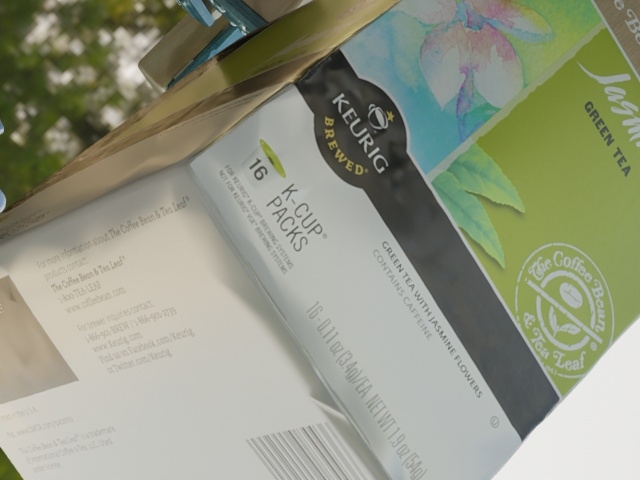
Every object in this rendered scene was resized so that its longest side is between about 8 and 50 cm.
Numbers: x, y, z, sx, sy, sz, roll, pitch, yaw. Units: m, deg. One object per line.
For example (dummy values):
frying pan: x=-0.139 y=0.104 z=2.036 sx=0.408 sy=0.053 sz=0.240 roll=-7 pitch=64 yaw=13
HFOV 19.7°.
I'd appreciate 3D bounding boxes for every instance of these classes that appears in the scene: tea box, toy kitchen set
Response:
tea box: x=0.000 y=0.000 z=1.032 sx=0.323 sy=0.220 sz=0.329 roll=-42 pitch=-166 yaw=-35
toy kitchen set: x=-0.061 y=-0.148 z=1.349 sx=0.122 sy=0.207 sz=0.166 roll=-45 pitch=-116 yaw=-5

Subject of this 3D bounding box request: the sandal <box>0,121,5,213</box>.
sandal: x=-0.390 y=-0.114 z=1.600 sx=0.126 sy=0.317 sz=0.138 roll=-12 pitch=-130 yaw=36
